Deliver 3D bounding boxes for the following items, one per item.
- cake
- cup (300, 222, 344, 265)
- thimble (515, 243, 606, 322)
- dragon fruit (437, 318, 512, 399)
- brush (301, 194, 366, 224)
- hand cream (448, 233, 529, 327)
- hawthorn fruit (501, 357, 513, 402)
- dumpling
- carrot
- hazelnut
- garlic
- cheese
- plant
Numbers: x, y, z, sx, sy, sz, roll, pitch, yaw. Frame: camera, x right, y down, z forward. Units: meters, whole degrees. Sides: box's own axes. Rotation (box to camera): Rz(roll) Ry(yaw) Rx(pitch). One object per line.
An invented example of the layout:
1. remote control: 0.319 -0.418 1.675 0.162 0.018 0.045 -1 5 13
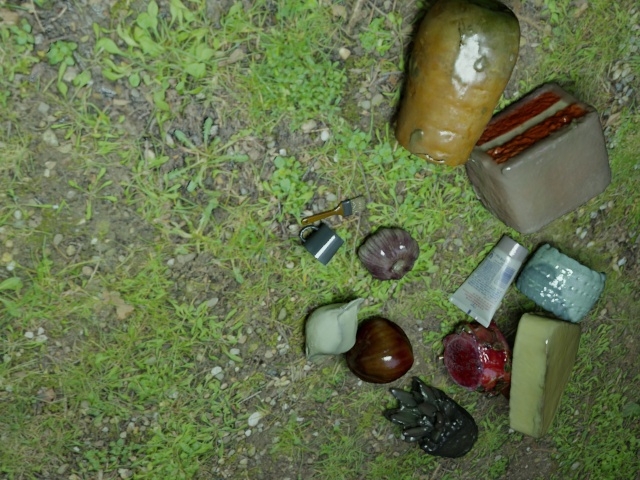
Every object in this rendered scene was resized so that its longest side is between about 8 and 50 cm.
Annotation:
1. cake: 0.525 -0.199 1.770 0.308 0.237 0.230 -33 124 -1
2. cup: 0.000 0.000 1.746 0.100 0.078 0.077 42 91 -6
3. thimble: 0.688 0.119 2.048 0.250 0.205 0.172 26 101 -28
4. dragon fruit: 0.439 0.329 2.071 0.147 0.211 0.282 -11 98 -19
5. brush: 0.032 -0.068 1.751 0.169 0.014 0.043 -18 123 -14
6. hand cream: 0.481 0.108 2.007 0.248 0.133 0.083 -55 156 10
7. hawthorn fruit: 0.686 0.400 2.253 0.285 0.165 0.165 -39 127 -4
8. dumpling: 0.043 0.228 1.879 0.166 0.126 0.216 -15 118 -49
9. carrot: 0.297 -0.357 1.580 0.224 0.224 0.341 -1 127 -25
10. hazelnut: 0.154 0.295 1.907 0.178 0.204 0.178 -5 104 -22
11. garlic: 0.180 0.038 1.828 0.159 0.102 0.147 17 109 -32
12. cheese: 0.658 0.339 2.078 0.384 0.104 0.384 -27 123 -51
13. plant: 0.333 0.539 2.140 0.320 0.194 0.182 32 98 -38
